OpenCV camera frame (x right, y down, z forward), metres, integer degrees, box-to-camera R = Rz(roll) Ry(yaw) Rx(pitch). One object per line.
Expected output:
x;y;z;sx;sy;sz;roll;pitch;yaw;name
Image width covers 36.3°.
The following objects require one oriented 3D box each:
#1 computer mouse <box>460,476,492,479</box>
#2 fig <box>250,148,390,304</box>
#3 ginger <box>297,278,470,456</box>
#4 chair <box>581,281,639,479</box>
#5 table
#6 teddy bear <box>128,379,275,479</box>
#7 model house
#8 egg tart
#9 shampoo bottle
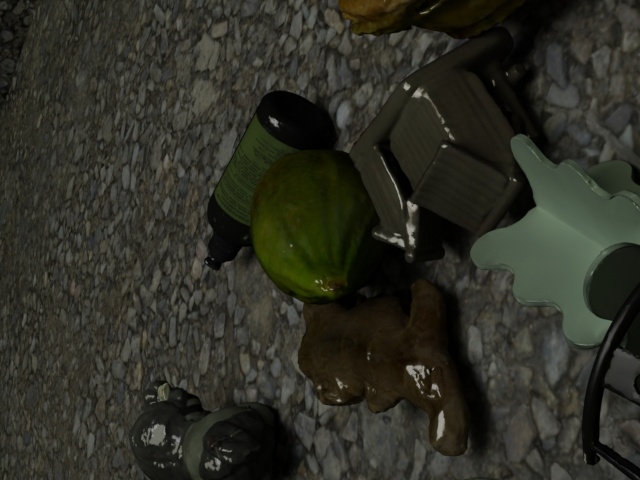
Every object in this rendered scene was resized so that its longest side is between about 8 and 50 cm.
0.115;0.293;0.979;0.181;0.056;0.089;-38;48;48;computer mouse
0.003;0.002;1.107;0.167;0.167;0.234;-45;38;43;fig
0.059;0.115;1.083;0.333;0.080;0.166;11;86;61;ginger
0.312;0.136;0.624;0.260;0.141;0.155;34;111;53;chair
0.227;0.004;0.790;0.198;0.166;0.167;48;123;60;table
-0.129;0.285;1.306;0.251;0.144;0.171;5;122;43;teddy bear
0.128;-0.080;0.986;0.229;0.122;0.188;-51;48;45;model house
0.148;-0.290;0.947;0.294;0.123;0.294;-37;22;18;egg tart
-0.090;-0.067;1.337;0.284;0.101;0.101;-58;39;33;shampoo bottle
